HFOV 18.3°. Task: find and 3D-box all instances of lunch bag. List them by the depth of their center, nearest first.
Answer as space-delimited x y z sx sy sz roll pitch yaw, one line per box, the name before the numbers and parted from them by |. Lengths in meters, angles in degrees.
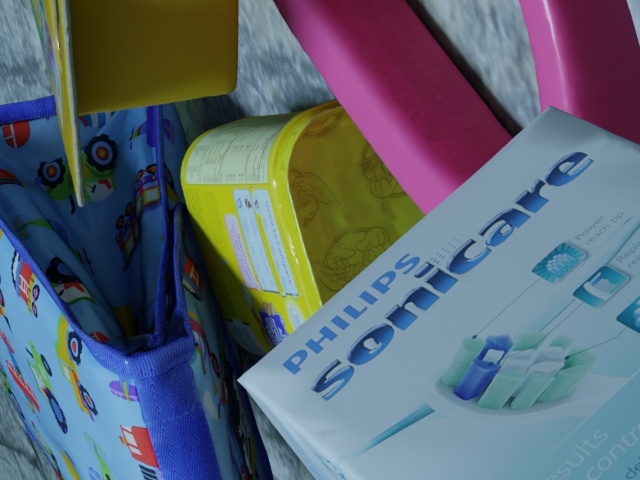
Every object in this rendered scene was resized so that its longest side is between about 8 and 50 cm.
lunch bag | -0.093 0.078 1.018 0.293 0.138 0.221 -118 14 -54

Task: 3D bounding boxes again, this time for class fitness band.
fitness band | 0.032 -0.119 0.723 0.291 0.054 0.209 57 157 33

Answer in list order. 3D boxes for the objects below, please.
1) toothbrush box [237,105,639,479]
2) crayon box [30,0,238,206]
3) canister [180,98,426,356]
toothbrush box | 0.136 0.114 0.482 0.216 0.126 0.295 55 170 -31
crayon box | -0.097 -0.201 0.840 0.203 0.083 0.323 93 163 -48
canister | 0.000 0.000 0.893 0.170 0.073 0.126 5 114 70
